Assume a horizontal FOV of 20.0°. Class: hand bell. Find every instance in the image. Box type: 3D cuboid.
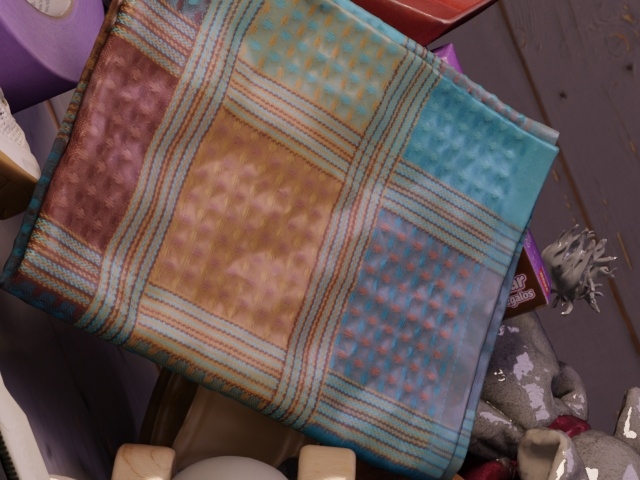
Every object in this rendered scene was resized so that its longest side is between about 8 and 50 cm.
[{"bbox_3d":[0.007,0.147,1.251,0.242,0.126,0.126,23,30,-15],"label":"hand bell"}]

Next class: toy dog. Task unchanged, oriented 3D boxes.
[{"bbox_3d":[-0.059,0.208,1.031,0.333,0.220,0.161,1,90,-71],"label":"toy dog"}]

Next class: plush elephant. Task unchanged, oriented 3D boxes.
[{"bbox_3d":[0.159,0.179,1.443,0.272,0.330,0.255,1,57,-48],"label":"plush elephant"}]

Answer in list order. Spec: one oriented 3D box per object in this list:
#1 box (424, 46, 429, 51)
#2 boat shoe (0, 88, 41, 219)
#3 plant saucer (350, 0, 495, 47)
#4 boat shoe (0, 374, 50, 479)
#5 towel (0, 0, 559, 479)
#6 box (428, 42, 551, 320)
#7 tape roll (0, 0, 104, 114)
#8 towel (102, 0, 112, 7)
[{"bbox_3d":[0.036,-0.133,1.600,0.184,0.103,0.261,62,16,-13],"label":"box"},{"bbox_3d":[-0.234,-0.087,0.983,0.277,0.098,0.096,61,11,-71],"label":"boat shoe"},{"bbox_3d":[0.003,-0.214,1.421,0.259,0.258,0.048,-39,152,-70],"label":"plant saucer"},{"bbox_3d":[-0.223,0.037,0.770,0.113,0.127,0.340,-27,99,-55],"label":"boat shoe"},{"bbox_3d":[-0.005,-0.021,1.157,0.370,0.040,0.271,29,74,-37],"label":"towel"},{"bbox_3d":[0.000,0.000,1.353,0.057,0.293,0.201,-63,131,-70],"label":"box"},{"bbox_3d":[-0.240,-0.213,1.163,0.275,0.090,0.275,-22,90,-78],"label":"tape roll"},{"bbox_3d":[-0.201,-0.336,1.662,0.285,0.034,0.209,-77,145,-69],"label":"towel"}]
